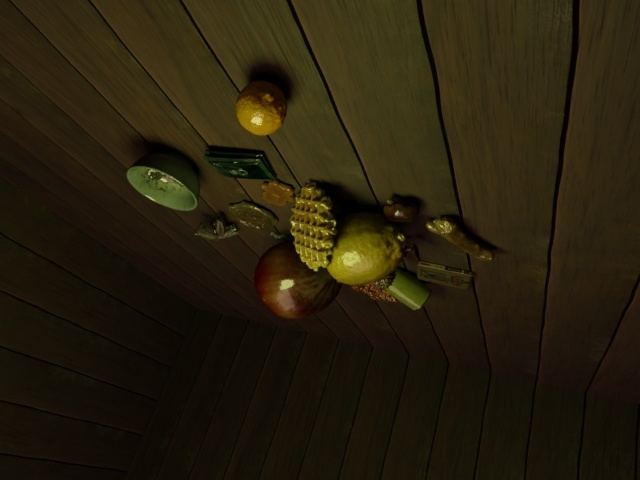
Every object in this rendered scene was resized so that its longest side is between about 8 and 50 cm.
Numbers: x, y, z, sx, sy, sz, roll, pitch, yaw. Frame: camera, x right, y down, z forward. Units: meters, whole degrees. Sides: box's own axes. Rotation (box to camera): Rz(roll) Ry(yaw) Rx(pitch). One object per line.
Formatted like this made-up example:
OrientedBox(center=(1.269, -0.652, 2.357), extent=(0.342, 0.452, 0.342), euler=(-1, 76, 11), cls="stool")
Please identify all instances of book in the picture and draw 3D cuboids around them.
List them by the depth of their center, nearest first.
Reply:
OrientedBox(center=(0.534, 0.152, 2.076), extent=(0.231, 0.026, 0.161), euler=(11, 156, 16), cls="book")

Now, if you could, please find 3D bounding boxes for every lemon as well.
OrientedBox(center=(-0.163, -0.362, 1.327), extent=(0.142, 0.142, 0.187), euler=(22, 161, -7), cls="lemon")
OrientedBox(center=(0.157, 0.025, 1.762), extent=(0.286, 0.285, 0.316), euler=(23, 124, -9), cls="lemon")

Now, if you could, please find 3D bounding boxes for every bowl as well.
OrientedBox(center=(-0.590, -0.253, 1.882), extent=(0.290, 0.146, 0.289), euler=(16, 155, 8), cls="bowl")

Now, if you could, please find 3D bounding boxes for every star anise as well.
OrientedBox(center=(-0.492, -0.057, 2.286), extent=(0.199, 0.110, 0.257), euler=(-9, 170, 3), cls="star anise")

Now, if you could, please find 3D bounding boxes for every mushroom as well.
OrientedBox(center=(0.280, -0.105, 1.651), extent=(0.127, 0.087, 0.127), euler=(5, 178, 0), cls="mushroom")

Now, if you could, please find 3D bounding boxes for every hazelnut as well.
OrientedBox(center=(-0.087, 0.176, 2.147), extent=(0.410, 0.358, 0.359), euler=(-9, -179, -44), cls="hazelnut")

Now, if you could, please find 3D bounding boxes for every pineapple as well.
OrientedBox(center=(0.274, 0.115, 1.959), extent=(0.083, 0.221, 0.103), euler=(42, 143, -12), cls="pineapple")

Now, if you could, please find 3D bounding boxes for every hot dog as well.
OrientedBox(center=(0.292, 0.230, 2.317), extent=(0.349, 0.117, 0.158), euler=(19, 157, -1), cls="hot dog")

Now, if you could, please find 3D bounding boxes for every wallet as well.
OrientedBox(center=(-0.290, -0.269, 1.742), extent=(0.236, 0.055, 0.160), euler=(9, 162, 20), cls="wallet")

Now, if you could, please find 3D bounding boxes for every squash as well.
OrientedBox(center=(0.366, 0.201, 2.177), extent=(0.247, 0.132, 0.132), euler=(36, 154, -6), cls="squash")

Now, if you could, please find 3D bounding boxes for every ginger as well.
OrientedBox(center=(0.511, 0.000, 1.708), extent=(0.299, 0.065, 0.118), euler=(30, 168, -21), cls="ginger")

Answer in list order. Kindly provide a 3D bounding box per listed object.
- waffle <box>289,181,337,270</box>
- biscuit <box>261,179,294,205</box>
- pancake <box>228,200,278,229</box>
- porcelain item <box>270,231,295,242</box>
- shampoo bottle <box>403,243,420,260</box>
OrientedBox(center=(-0.030, -0.047, 1.742), extent=(0.062, 0.328, 0.329), euler=(-3, 168, -29), cls="waffle")
OrientedBox(center=(-0.164, -0.182, 1.865), extent=(0.134, 0.027, 0.184), euler=(18, 158, 0), cls="biscuit")
OrientedBox(center=(-0.301, -0.105, 2.121), extent=(0.236, 0.042, 0.222), euler=(6, 151, 27), cls="pancake")
OrientedBox(center=(-0.168, -0.005, 2.264), extent=(0.136, 0.021, 0.075), euler=(11, 156, 17), cls="porcelain item")
OrientedBox(center=(0.261, 0.048, 1.902), extent=(0.284, 0.153, 0.071), euler=(-8, 143, 37), cls="shampoo bottle")
